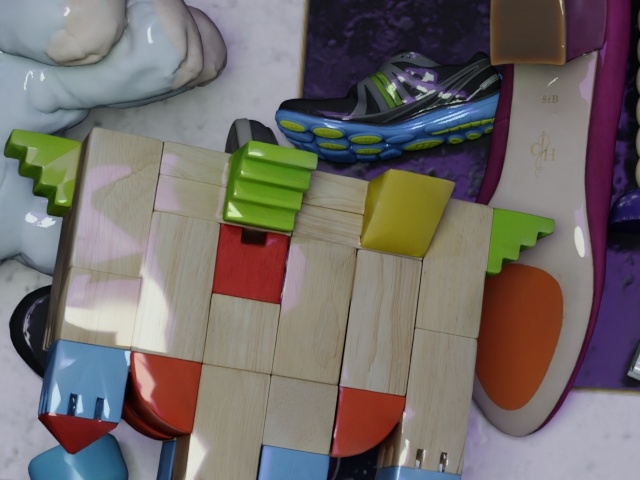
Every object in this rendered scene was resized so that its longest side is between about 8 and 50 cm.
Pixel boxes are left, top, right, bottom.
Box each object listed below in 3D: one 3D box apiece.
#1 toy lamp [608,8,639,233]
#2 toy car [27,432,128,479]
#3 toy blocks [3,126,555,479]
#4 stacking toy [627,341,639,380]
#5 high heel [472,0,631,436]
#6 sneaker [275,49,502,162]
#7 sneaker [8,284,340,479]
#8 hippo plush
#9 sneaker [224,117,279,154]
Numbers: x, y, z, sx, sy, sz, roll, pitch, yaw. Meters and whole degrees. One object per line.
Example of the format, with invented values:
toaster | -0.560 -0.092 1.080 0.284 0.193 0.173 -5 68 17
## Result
toy lamp | 0.269 -0.145 1.398 0.080 0.080 0.274 2 81 3
toy car | -0.210 0.260 1.252 0.210 0.238 0.219 -19 78 -2
toy blocks | -0.044 0.083 1.212 0.382 0.191 0.260 11 79 -15
stacking toy | 0.293 0.190 1.340 0.167 0.052 0.221 22 81 7
high heel | 0.188 -0.042 1.367 0.127 0.181 0.377 13 108 24
sneaker | 0.056 -0.111 1.410 0.188 0.067 0.078 -10 69 -4
sneaker | -0.111 0.103 1.337 0.283 0.124 0.107 26 81 7
hippo plush | -0.223 -0.082 1.318 0.294 0.234 0.236 10 91 -26
sneaker | 0.000 0.000 1.389 0.118 0.083 0.222 -11 70 -19
